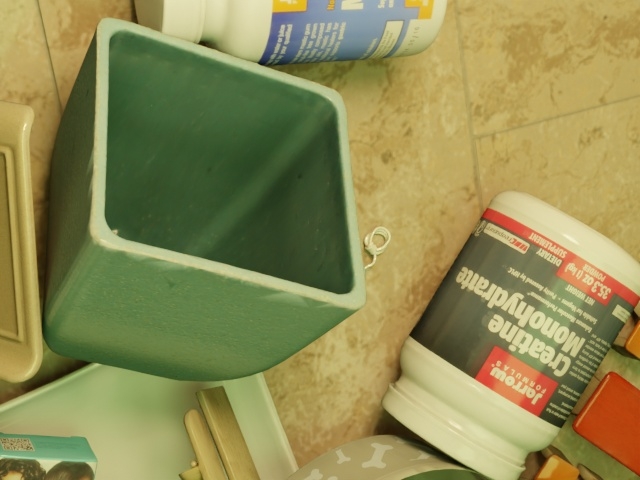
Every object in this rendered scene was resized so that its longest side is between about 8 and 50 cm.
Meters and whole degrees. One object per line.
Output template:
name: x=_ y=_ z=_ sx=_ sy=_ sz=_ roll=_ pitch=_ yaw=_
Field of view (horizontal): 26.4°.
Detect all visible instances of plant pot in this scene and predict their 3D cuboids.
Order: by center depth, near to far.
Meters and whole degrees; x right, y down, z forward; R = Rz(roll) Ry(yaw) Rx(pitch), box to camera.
plant pot: x=-0.134 y=-0.003 z=1.243 sx=0.247 sy=0.248 sz=0.252 roll=15 pitch=140 yaw=-25

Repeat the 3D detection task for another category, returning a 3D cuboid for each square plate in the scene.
square plate: x=-0.194 y=0.269 z=1.415 sx=0.347 sy=0.049 sz=0.344 roll=-25 pitch=113 yaw=-14

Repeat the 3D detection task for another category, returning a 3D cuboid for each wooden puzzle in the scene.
wooden puzzle: x=-0.322 y=-0.012 z=1.206 sx=0.044 sy=0.221 sz=0.239 roll=-14 pitch=111 yaw=-52

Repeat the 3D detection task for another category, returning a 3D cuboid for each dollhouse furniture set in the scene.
dollhouse furniture set: x=-0.164 y=0.232 z=1.335 sx=0.151 sy=0.144 sz=0.123 roll=-24 pitch=81 yaw=17
dollhouse furniture set: x=0.400 y=0.245 z=1.607 sx=0.259 sy=0.135 sz=0.262 roll=34 pitch=90 yaw=-27

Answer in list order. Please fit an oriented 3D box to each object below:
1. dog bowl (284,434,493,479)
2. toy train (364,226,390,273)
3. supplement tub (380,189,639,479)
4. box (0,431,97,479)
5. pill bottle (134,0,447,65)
dog bowl: x=0.044 y=0.361 z=1.462 sx=0.348 sy=0.102 sz=0.349 roll=-18 pitch=127 yaw=-26
toy train: x=0.000 y=0.000 z=1.422 sx=0.166 sy=0.046 sz=0.125 roll=30 pitch=92 yaw=-26
supplement tub: x=0.205 y=0.102 z=1.455 sx=0.191 sy=0.191 sz=0.272 roll=30 pitch=91 yaw=-27
box: x=-0.290 y=0.312 z=1.325 sx=0.100 sy=0.060 sz=0.244 roll=7 pitch=102 yaw=-24
pill bottle: x=-0.031 y=-0.242 z=1.283 sx=0.272 sy=0.152 sz=0.152 roll=-7 pitch=107 yaw=-22
